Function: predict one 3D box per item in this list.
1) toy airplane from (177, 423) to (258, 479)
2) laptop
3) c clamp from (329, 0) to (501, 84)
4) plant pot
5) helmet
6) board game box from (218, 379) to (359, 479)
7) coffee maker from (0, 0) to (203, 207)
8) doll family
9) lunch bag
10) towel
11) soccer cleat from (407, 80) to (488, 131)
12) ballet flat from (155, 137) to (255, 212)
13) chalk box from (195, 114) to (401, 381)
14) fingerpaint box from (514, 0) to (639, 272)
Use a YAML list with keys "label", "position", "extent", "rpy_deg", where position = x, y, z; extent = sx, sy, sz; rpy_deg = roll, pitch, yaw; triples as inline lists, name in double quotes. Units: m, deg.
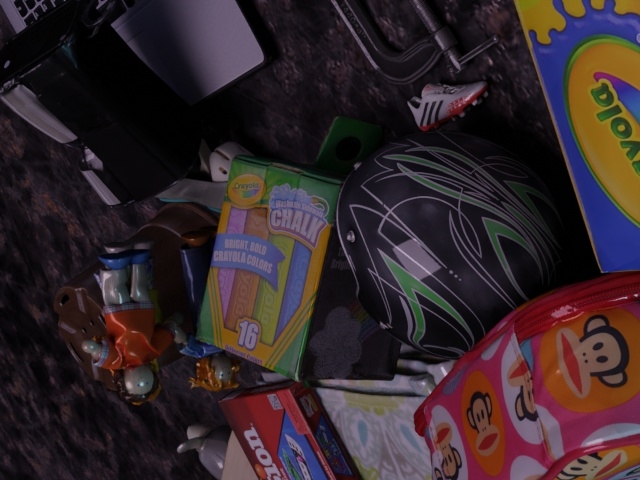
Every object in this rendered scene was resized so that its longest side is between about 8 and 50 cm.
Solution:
- label: "toy airplane"
  position: [-0.114, 0.402, 1.373]
  extent: [0.386, 0.272, 0.384]
  rpy_deg: [-30, 108, 21]
- label: "laptop"
  position: [-0.316, -0.252, 1.097]
  extent: [0.382, 0.236, 0.408]
  rpy_deg: [-19, 101, 53]
- label: "c clamp"
  position: [0.060, -0.190, 0.903]
  extent: [0.161, 0.022, 0.137]
  rpy_deg: [54, 148, 2]
- label: "plant pot"
  position: [-0.182, 0.068, 1.242]
  extent: [0.167, 0.165, 0.167]
  rpy_deg: [29, 136, 32]
- label: "helmet"
  position: [0.099, -0.002, 0.876]
  extent: [0.169, 0.169, 0.161]
  rpy_deg: [31, 153, 31]
- label: "board game box"
  position: [0.003, 0.272, 1.159]
  extent: [0.145, 0.027, 0.281]
  rpy_deg: [-20, 99, 56]
- label: "coffee maker"
  position: [-0.192, -0.127, 1.069]
  extent: [0.171, 0.120, 0.178]
  rpy_deg: [-7, 140, 43]
- label: "doll family"
  position: [-0.128, 0.074, 1.121]
  extent: [0.118, 0.263, 0.163]
  rpy_deg: [9, 106, 52]
- label: "lunch bag"
  position: [0.219, 0.111, 0.764]
  extent: [0.293, 0.258, 0.120]
  rpy_deg: [121, 141, -62]
- label: "towel"
  position: [0.112, 0.261, 1.123]
  extent: [0.320, 0.090, 0.374]
  rpy_deg: [-7, 111, 54]
- label: "soccer cleat"
  position: [0.099, -0.111, 0.908]
  extent: [0.036, 0.029, 0.083]
  rpy_deg: [55, 148, -5]
- label: "ballet flat"
  position: [-0.103, -0.066, 1.133]
  extent: [0.213, 0.072, 0.068]
  rpy_deg: [10, 119, 45]
- label: "chalk box"
  position: [0.000, 0.000, 0.984]
  extent: [0.132, 0.132, 0.213]
  rpy_deg: [16, 96, 41]
- label: "fingerpaint box"
  position: [0.251, -0.223, 0.505]
  extent: [0.371, 0.163, 0.445]
  rpy_deg: [-6, 112, 42]
